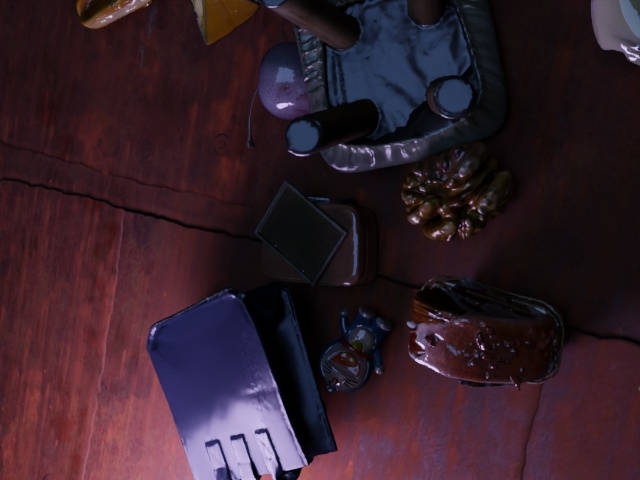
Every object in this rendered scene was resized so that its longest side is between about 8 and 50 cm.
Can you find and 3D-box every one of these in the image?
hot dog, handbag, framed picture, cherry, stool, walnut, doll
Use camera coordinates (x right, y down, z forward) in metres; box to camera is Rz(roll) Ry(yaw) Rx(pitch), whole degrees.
[{"bbox_3d":[-0.373,-0.489,1.722,0.269,0.072,0.109,-25,75,29],"label":"hot dog"},{"bbox_3d":[0.000,0.000,1.478,0.193,0.072,0.151,7,94,34],"label":"handbag"},{"bbox_3d":[-0.134,0.256,1.519,0.303,0.122,0.329,-26,81,43],"label":"handbag"},{"bbox_3d":[-0.034,-0.013,1.452,0.149,0.011,0.109,41,111,25],"label":"framed picture"},{"bbox_3d":[-0.041,-0.234,1.493,0.148,0.115,0.188,5,102,-6],"label":"cherry"},{"bbox_3d":[0.093,-0.271,1.289,0.310,0.226,0.310,-13,88,17],"label":"stool"},{"bbox_3d":[0.198,-0.066,1.323,0.143,0.069,0.170,42,122,-10],"label":"walnut"},{"bbox_3d":[0.053,0.181,1.438,0.114,0.085,0.152,35,98,9],"label":"doll"}]

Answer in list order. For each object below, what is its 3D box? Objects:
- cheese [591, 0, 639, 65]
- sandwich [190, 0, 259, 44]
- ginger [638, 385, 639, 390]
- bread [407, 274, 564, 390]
[{"bbox_3d":[0.476,-0.316,1.113,0.266,0.127,0.233,28,107,14],"label":"cheese"},{"bbox_3d":[-0.213,-0.439,1.555,0.144,0.187,0.117,-28,74,24],"label":"sandwich"},{"bbox_3d":[0.547,0.206,1.117,0.290,0.089,0.137,7,75,28],"label":"ginger"},{"bbox_3d":[0.225,0.120,1.249,0.224,0.212,0.142,13,101,33],"label":"bread"}]
